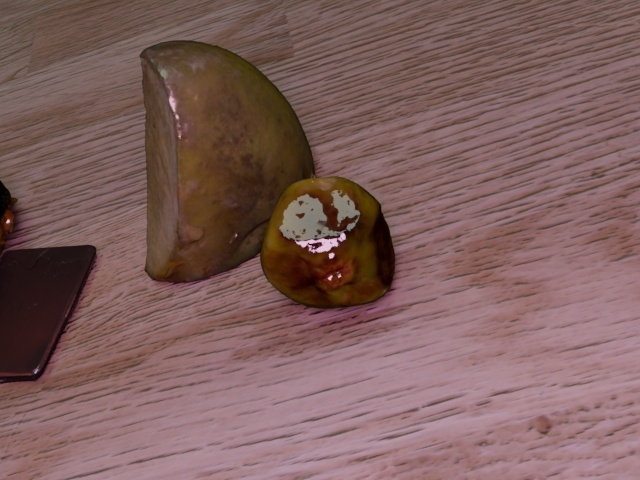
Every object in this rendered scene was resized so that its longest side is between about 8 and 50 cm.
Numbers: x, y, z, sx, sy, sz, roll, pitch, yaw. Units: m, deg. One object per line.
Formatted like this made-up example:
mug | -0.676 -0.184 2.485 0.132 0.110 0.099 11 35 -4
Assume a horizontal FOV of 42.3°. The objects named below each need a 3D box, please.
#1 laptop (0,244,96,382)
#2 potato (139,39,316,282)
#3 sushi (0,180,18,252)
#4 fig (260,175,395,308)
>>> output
laptop | -0.377 0.091 1.048 0.154 0.026 0.207 -5 46 16
potato | -0.129 -0.107 0.972 0.269 0.255 0.112 -43 45 -21
sushi | -0.547 0.007 1.082 0.234 0.207 0.348 -26 30 21
fig | 0.000 0.000 0.898 0.154 0.144 0.166 -2 10 -27
